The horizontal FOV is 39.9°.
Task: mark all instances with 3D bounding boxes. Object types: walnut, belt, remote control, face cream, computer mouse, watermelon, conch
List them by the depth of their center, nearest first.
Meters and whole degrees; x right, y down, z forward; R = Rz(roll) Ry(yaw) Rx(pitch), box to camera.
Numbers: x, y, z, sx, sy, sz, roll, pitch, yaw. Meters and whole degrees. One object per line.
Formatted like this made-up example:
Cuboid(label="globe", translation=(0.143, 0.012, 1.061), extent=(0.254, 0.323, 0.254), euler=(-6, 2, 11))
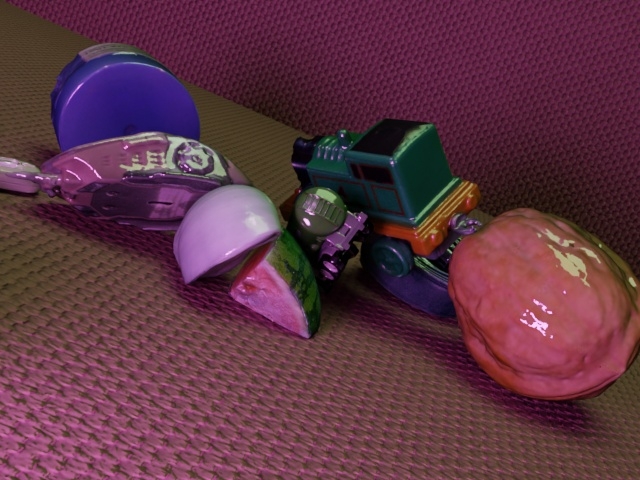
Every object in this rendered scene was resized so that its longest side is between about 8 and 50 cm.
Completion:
Cuboid(label="conch", translation=(-0.146, -0.006, 1.305), extent=(0.121, 0.185, 0.221), euler=(36, -22, -13))
Cuboid(label="remote control", translation=(-0.533, -0.114, 1.355), extent=(0.221, 0.042, 0.078), euler=(11, 19, -42))
Cuboid(label="watermelon", translation=(-0.046, 0.068, 1.368), extent=(0.146, 0.128, 0.231), euler=(40, 10, -7))
Cuboid(label="computer mouse", translation=(-0.292, -0.105, 1.395), extent=(0.389, 0.199, 0.115), euler=(5, 62, -21))
Cuboid(label="walnut", translation=(0.376, 0.114, 1.462), extent=(0.306, 0.306, 0.344), euler=(12, 20, -38))
Cuboid(label="face cream", translation=(-0.363, -0.225, 1.617), extent=(0.249, 0.249, 0.225), euler=(17, 14, -25))
Cuboid(label="belt", translation=(0.207, 0.042, 1.720), extent=(0.267, 0.116, 0.206), euler=(37, 33, 8))

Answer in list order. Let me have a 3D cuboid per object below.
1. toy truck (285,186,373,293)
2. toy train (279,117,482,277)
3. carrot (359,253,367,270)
Cuboid(label="toy truck", translation=(0.000, 0.000, 1.437), extent=(0.125, 0.101, 0.242), euler=(34, -20, 4))
Cuboid(label="toy train", translation=(0.088, -0.090, 1.535), extent=(0.429, 0.249, 0.178), euler=(14, 47, 43))
Cuboid(label="carrot", translation=(0.175, 0.079, 1.783), extent=(0.216, 0.048, 0.048), euler=(28, 14, 0))
